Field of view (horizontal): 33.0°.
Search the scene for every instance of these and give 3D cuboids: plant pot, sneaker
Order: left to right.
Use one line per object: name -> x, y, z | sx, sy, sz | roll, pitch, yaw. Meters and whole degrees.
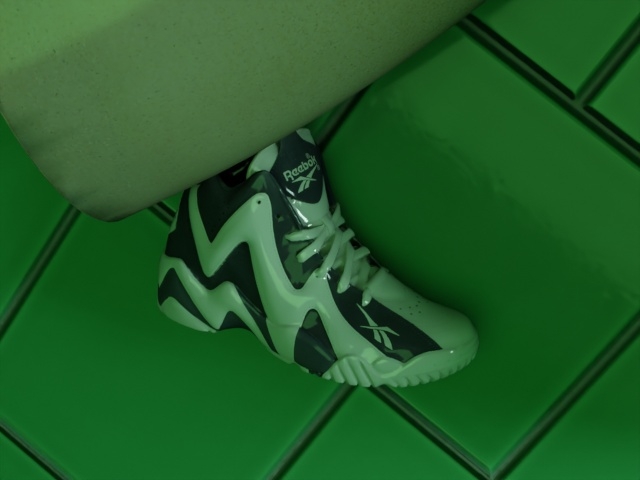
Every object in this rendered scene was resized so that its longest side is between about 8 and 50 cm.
plant pot -> -0.036, -0.170, 0.638 | 0.274, 0.256, 0.257 | -16, 99, 10
sneaker -> 0.000, 0.000, 0.734 | 0.234, 0.094, 0.153 | 17, 117, 23
